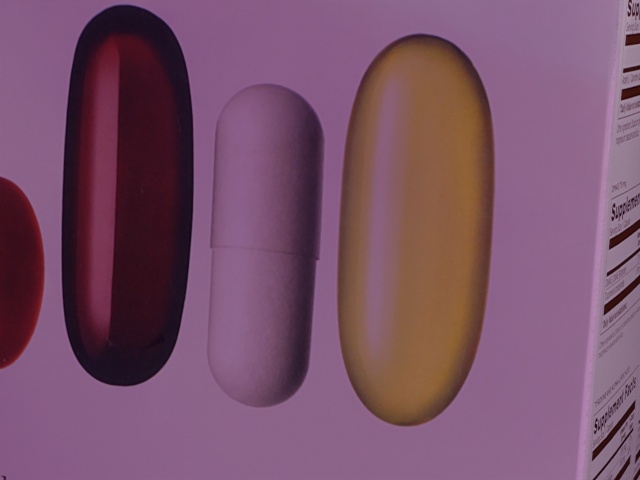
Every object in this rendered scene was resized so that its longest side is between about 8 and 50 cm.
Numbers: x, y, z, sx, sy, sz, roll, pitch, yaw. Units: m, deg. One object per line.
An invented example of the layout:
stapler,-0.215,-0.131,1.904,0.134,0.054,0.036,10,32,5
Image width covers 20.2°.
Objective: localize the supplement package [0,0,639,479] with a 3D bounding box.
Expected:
supplement package,0.000,0.000,0.529,0.194,0.149,0.203,5,100,17
